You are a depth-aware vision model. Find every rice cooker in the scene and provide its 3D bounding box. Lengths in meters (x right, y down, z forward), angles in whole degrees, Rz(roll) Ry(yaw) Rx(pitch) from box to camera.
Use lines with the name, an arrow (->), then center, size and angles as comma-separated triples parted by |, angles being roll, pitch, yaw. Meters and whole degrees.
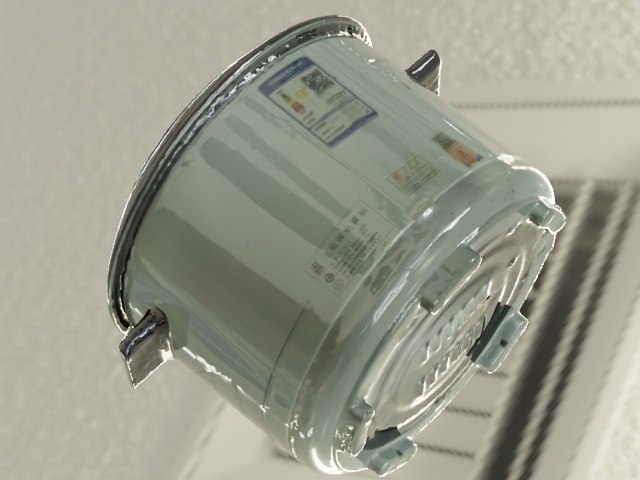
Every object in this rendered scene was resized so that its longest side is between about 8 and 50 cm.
rice cooker -> 0.000, 0.000, 1.105 | 0.227, 0.241, 0.280 | 37, -110, 20
